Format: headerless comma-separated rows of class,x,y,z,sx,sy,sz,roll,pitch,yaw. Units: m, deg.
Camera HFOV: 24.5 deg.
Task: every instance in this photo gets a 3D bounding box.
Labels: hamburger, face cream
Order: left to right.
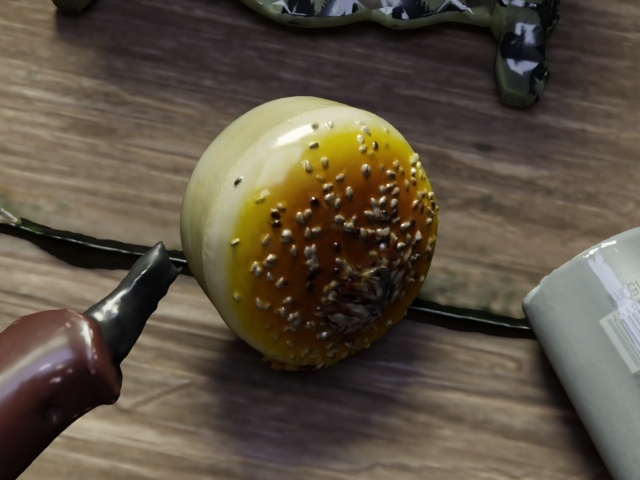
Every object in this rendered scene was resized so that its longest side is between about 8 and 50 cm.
hamburger,0.000,0.000,0.711,0.126,0.141,0.081,-30,41,-19
face cream,0.198,0.121,0.686,0.107,0.073,0.269,-27,68,-9

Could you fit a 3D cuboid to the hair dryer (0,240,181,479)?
hair dryer,-0.210,0.091,0.584,0.340,0.123,0.312,-40,48,-20

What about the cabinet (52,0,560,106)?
cabinet,0.021,-0.279,0.791,0.289,0.227,0.318,12,67,2
